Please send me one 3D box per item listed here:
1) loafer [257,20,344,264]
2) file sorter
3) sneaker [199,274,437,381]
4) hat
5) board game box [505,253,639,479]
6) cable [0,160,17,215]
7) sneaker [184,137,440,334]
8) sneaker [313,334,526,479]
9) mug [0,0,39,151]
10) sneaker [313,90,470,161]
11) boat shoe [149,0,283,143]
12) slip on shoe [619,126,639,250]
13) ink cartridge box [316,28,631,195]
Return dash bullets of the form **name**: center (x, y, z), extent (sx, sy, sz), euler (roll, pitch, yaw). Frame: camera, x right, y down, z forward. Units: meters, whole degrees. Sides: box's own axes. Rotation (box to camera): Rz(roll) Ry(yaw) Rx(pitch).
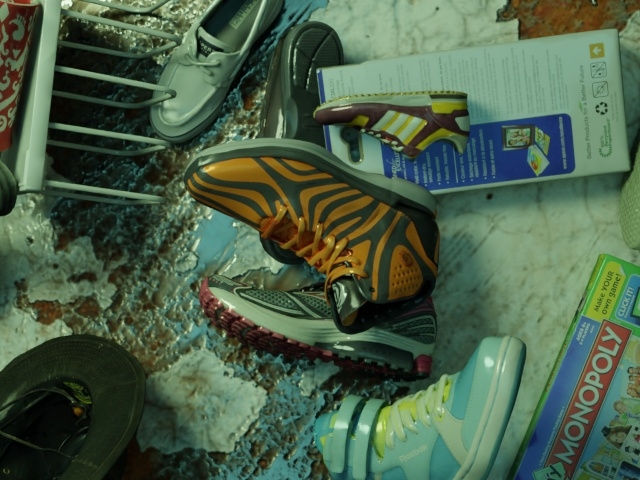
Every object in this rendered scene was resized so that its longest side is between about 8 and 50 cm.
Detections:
- **loafer**: center (-0.032, -0.122, 1.256), extent (0.109, 0.095, 0.302), euler (6, 92, -28)
- **file sorter**: center (-0.276, -0.185, 1.195), extent (0.173, 0.193, 0.277), euler (6, 88, -28)
- **sneaker**: center (-0.003, 0.092, 1.225), extent (0.299, 0.121, 0.112), euler (14, 72, -9)
- **hat**: center (-0.333, 0.276, 1.199), extent (0.331, 0.331, 0.134), euler (-24, 127, 2)
- **board game box**: center (0.389, 0.202, 1.226), extent (0.214, 0.046, 0.317), euler (22, 89, 3)
- **cable**: center (-0.427, -0.031, 1.200), extent (0.287, 0.072, 0.139), euler (-45, 69, 41)
- **sneaker**: center (0.000, 0.000, 1.121), extent (0.321, 0.124, 0.180), euler (11, 58, -19)
- **sneaker**: center (0.103, 0.211, 1.149), extent (0.208, 0.127, 0.319), euler (23, 124, 9)
- **mug**: center (-0.379, -0.191, 1.077), extent (0.113, 0.150, 0.169), euler (23, 110, 0)
- **sneaker**: center (0.085, -0.133, 1.174), extent (0.186, 0.069, 0.083), euler (-3, 98, 4)
- **boat shoe**: center (-0.140, -0.243, 1.257), extent (0.095, 0.084, 0.258), euler (30, 89, 4)
- **slip on shoe**: center (0.451, -0.140, 1.206), extent (0.101, 0.123, 0.331), euler (21, 84, 0)
- **ink cartridge box**: center (0.189, -0.151, 1.231), extent (0.371, 0.069, 0.175), euler (-7, 98, 1)
